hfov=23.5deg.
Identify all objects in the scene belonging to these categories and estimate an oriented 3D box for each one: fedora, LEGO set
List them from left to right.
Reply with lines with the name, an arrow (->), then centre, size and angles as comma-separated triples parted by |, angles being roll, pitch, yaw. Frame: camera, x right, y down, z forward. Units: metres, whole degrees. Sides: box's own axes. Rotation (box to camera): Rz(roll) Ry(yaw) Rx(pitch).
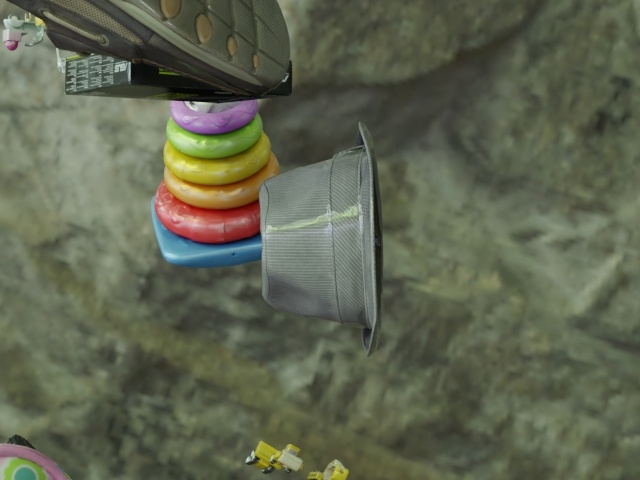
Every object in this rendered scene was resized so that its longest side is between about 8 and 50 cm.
LEGO set -> -0.392, -0.322, 2.392 | 0.132, 0.107, 0.287 | -8, 2, -28
fedora -> 0.000, 0.000, 1.601 | 0.124, 0.244, 0.275 | -2, 8, 4

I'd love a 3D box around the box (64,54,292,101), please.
box -> -0.152, -0.172, 1.624 | 0.184, 0.045, 0.190 | -2, 3, -30

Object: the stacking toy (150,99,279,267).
stacking toy -> -0.127, -0.131, 1.846 | 0.175, 0.166, 0.302 | -9, -53, -8

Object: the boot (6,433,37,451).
boot -> -0.341, 0.272, 1.682 | 0.045, 0.099, 0.121 | 56, -2, 39

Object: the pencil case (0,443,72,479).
pencil case -> -0.250, 0.206, 0.957 | 0.124, 0.124, 0.284 | 26, -29, -27

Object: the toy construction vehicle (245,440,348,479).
toy construction vehicle -> -0.022, 0.221, 1.526 | 0.086, 0.035, 0.098 | 30, -20, -8

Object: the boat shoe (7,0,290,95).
boat shoe -> -0.189, -0.233, 1.362 | 0.355, 0.132, 0.130 | 31, -36, -21
